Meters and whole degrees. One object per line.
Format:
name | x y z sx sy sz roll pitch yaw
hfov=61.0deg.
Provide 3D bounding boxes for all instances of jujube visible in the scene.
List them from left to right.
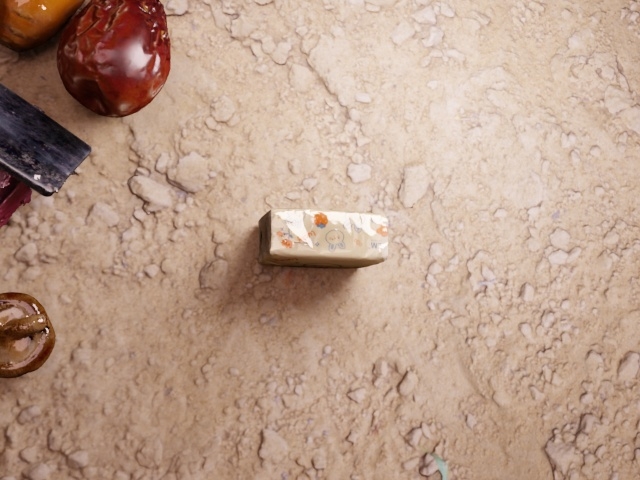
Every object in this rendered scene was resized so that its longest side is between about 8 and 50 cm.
jujube | -0.327 -0.318 0.895 0.168 0.168 0.236 17 61 -11

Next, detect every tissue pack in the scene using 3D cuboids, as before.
tissue pack | 0.000 0.000 0.913 0.197 0.148 0.092 1 82 -14

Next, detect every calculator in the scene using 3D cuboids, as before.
calculator | -0.483 -0.178 0.813 0.262 0.021 0.161 37 29 -19

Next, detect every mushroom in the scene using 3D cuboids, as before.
mushroom | -0.459 0.140 0.803 0.127 0.087 0.127 4 75 -16

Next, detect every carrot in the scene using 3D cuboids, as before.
carrot | -0.452 -0.410 0.883 0.159 0.159 0.224 20 86 -10

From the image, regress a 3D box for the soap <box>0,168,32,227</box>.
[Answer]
soap | -0.588 -0.090 0.799 0.290 0.112 0.182 3 80 -14
